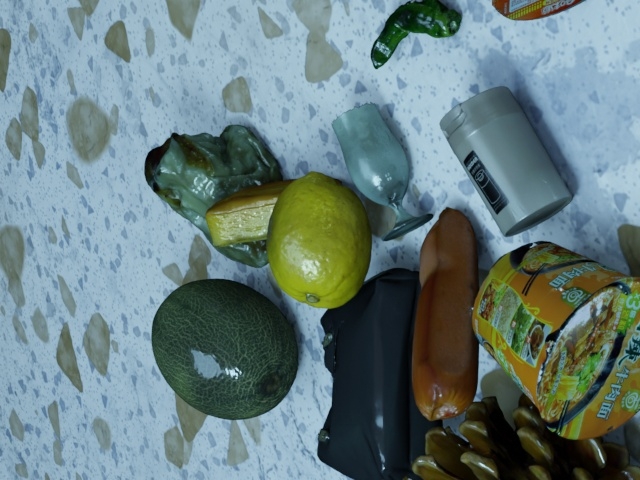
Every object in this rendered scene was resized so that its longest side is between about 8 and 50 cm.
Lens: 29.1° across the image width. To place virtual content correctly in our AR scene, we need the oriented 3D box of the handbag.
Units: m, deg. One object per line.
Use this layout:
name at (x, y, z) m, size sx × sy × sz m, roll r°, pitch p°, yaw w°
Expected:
handbag at (0.082, 0.227, 1.957) m, size 0.288 × 0.152 × 0.342 m, roll -15°, pitch 69°, yaw 60°

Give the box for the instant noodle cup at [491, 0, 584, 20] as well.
instant noodle cup at (0.256, -0.410, 1.509) m, size 0.193 × 0.193 × 0.212 m, roll -48°, pitch 57°, yaw 48°

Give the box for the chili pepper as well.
chili pepper at (0.130, -0.310, 1.801) m, size 0.182 × 0.050 × 0.073 m, roll -16°, pitch 96°, yaw 55°

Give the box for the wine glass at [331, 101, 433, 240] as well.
wine glass at (0.091, -0.107, 1.888) m, size 0.093 × 0.093 × 0.202 m, roll -39°, pitch 75°, yaw 51°

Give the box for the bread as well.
bread at (-0.075, -0.047, 2.046) m, size 0.245 × 0.102 × 0.094 m, roll -10°, pitch 98°, yaw 19°

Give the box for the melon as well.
melon at (-0.178, 0.191, 2.221) m, size 0.302 × 0.237 × 0.237 m, roll 31°, pitch 125°, yaw 43°

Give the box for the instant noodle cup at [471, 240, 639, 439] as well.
instant noodle cup at (0.318, 0.113, 1.590) m, size 0.182 × 0.230 × 0.230 m, roll 41°, pitch 133°, yaw 50°

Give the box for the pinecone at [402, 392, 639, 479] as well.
pinecone at (0.238, 0.398, 1.663) m, size 0.384 × 0.384 × 0.384 m, roll 22°, pitch 120°, yaw 46°

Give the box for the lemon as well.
lemon at (0.000, 0.000, 1.898) m, size 0.170 × 0.170 × 0.207 m, roll -12°, pitch 70°, yaw 53°

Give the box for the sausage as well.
sausage at (0.181, 0.101, 1.745) m, size 0.097 × 0.094 × 0.348 m, roll 114°, pitch 168°, yaw -51°

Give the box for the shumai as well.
shumai at (-0.193, -0.063, 2.183) m, size 0.222 × 0.204 × 0.272 m, roll -40°, pitch 75°, yaw 52°

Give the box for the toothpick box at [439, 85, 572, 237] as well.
toothpick box at (0.250, -0.108, 1.669) m, size 0.111 × 0.111 × 0.180 m, roll -44°, pitch 69°, yaw 50°
